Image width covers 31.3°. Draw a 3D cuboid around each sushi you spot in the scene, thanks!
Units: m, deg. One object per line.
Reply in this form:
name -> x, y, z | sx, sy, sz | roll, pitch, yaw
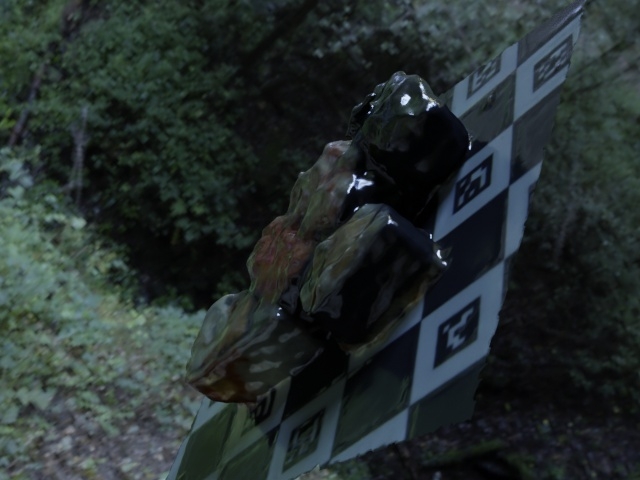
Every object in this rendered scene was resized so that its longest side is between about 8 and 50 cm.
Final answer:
sushi -> 0.000, 0.000, 0.717 | 0.069, 0.339, 0.320 | 37, 53, -17
